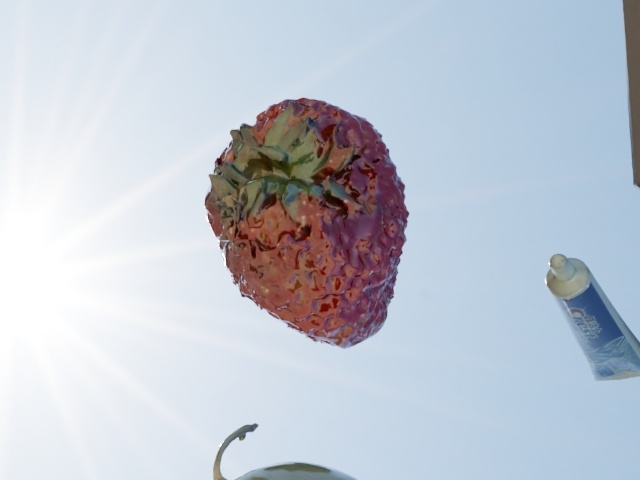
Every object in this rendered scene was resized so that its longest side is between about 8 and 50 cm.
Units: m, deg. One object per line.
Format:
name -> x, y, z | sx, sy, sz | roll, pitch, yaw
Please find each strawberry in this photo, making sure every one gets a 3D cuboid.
strawberry -> 0.000, 0.000, 1.811 | 0.267, 0.351, 0.312 | -10, -119, 20

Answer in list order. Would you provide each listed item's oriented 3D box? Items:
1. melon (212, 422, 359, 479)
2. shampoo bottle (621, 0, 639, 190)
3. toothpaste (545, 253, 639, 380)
melon -> -0.016, 0.349, 1.285 | 0.308, 0.272, 0.271 | 32, -50, 6
shampoo bottle -> 0.276, -0.125, 1.002 | 0.079, 0.080, 0.246 | -6, -93, 40
toothpaste -> 0.300, 0.090, 1.477 | 0.069, 0.268, 0.047 | -36, -132, 5
